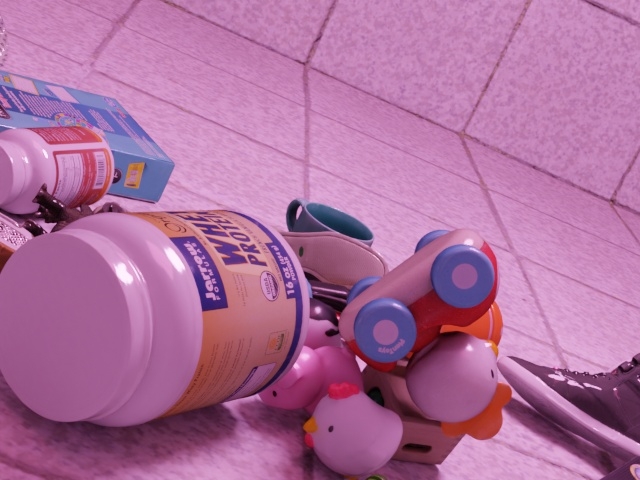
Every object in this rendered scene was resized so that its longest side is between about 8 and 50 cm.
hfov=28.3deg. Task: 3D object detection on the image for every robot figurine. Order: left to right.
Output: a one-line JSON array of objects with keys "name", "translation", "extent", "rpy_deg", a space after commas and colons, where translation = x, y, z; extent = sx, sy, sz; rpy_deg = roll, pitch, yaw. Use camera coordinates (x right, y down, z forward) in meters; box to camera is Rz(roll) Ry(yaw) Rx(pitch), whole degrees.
[{"name": "robot figurine", "translation": [0.193, 0.126, 1.958], "extent": [0.219, 0.128, 0.158], "rpy_deg": [11, 16, -40]}]

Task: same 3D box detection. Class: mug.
[{"name": "mug", "translation": [0.009, 0.004, 2.100], "extent": [0.129, 0.097, 0.158], "rpy_deg": [19, 18, -20]}]

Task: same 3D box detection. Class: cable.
[{"name": "cable", "translation": [-0.048, 0.096, 1.872], "extent": [0.287, 0.072, 0.139], "rpy_deg": [10, 27, -9]}]

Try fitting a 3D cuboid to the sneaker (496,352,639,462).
[{"name": "sneaker", "translation": [0.420, 0.220, 1.917], "extent": [0.295, 0.147, 0.104], "rpy_deg": [29, -15, 22]}]

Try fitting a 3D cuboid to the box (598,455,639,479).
[{"name": "box", "translation": [0.456, 0.393, 1.674], "extent": [0.216, 0.060, 0.270], "rpy_deg": [35, 20, 26]}]

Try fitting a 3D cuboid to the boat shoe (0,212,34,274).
[{"name": "boat shoe", "translation": [-0.412, 0.005, 1.528], "extent": [0.277, 0.098, 0.096], "rpy_deg": [34, 17, -5]}]

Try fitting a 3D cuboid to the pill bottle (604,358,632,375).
[{"name": "pill bottle", "translation": [0.530, 0.286, 1.988], "extent": [0.117, 0.117, 0.215], "rpy_deg": [16, 20, -28]}]

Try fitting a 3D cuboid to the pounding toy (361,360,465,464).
[{"name": "pounding toy", "translation": [0.089, 0.220, 1.633], "extent": [0.141, 0.100, 0.130], "rpy_deg": [12, 36, -31]}]

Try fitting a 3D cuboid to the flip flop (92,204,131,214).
[{"name": "flip flop", "translation": [-0.234, 0.010, 1.773], "extent": [0.112, 0.080, 0.277], "rpy_deg": [10, 24, -42]}]

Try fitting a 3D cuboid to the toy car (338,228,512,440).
[{"name": "toy car", "translation": [0.163, 0.129, 1.553], "extent": [0.238, 0.210, 0.219], "rpy_deg": [55, 2, -6]}]

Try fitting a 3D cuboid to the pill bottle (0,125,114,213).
[{"name": "pill bottle", "translation": [-0.400, -0.100, 1.792], "extent": [0.121, 0.121, 0.216], "rpy_deg": [33, 18, 20]}]

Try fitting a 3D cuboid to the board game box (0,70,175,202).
[{"name": "board game box", "translation": [-0.437, -0.178, 2.031], "extent": [0.336, 0.079, 0.254], "rpy_deg": [11, 23, -39]}]

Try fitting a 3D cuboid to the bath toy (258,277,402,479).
[{"name": "bath toy", "translation": [-0.023, 0.153, 1.576], "extent": [0.348, 0.151, 0.129], "rpy_deg": [52, -12, 50]}]

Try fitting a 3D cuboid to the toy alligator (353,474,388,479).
[{"name": "toy alligator", "translation": [0.042, 0.295, 1.391], "extent": [0.056, 0.051, 0.189], "rpy_deg": [30, 18, 15]}]

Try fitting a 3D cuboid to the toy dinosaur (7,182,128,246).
[{"name": "toy dinosaur", "translation": [-0.314, 0.005, 1.665], "extent": [0.160, 0.121, 0.313], "rpy_deg": [32, -10, -5]}]

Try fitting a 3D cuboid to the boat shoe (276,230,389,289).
[{"name": "boat shoe", "translation": [0.002, 0.029, 1.985], "extent": [0.233, 0.084, 0.079], "rpy_deg": [11, -5, 19]}]

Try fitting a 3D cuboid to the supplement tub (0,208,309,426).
[{"name": "supplement tub", "translation": [-0.181, 0.081, 1.401], "extent": [0.228, 0.228, 0.316], "rpy_deg": [35, 19, 26]}]

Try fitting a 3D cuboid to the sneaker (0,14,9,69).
[{"name": "sneaker", "translation": [-0.584, -0.256, 1.866], "extent": [0.146, 0.102, 0.293], "rpy_deg": [7, 43, 22]}]
